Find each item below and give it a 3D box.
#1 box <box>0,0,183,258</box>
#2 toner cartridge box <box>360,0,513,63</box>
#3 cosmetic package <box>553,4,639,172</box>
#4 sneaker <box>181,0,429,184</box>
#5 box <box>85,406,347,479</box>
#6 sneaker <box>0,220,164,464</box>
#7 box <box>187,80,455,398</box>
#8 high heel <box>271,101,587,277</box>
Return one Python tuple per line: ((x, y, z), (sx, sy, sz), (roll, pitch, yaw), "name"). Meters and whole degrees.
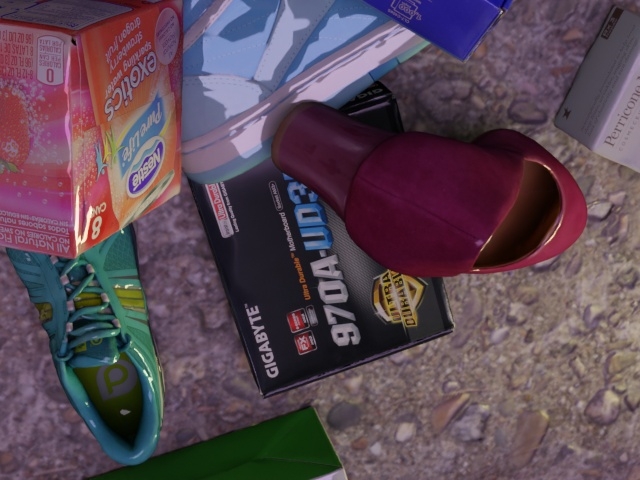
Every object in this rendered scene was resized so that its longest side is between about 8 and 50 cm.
((-0.254, -0.097, 0.883), (0.300, 0.154, 0.142), (9, 111, 17), "box")
((-0.008, -0.279, 0.888), (0.347, 0.075, 0.165), (31, 64, -2), "toner cartridge box")
((0.326, -0.094, 1.124), (0.231, 0.085, 0.117), (19, 104, -20), "cosmetic package")
((-0.018, -0.208, 0.951), (0.319, 0.127, 0.208), (-38, 110, -5), "sneaker")
((-0.089, 0.301, 1.155), (0.262, 0.127, 0.231), (-17, 111, -7), "box")
((-0.177, 0.049, 1.048), (0.107, 0.110, 0.275), (-20, 112, -5), "sneaker")
((0.000, 0.000, 1.101), (0.175, 0.051, 0.220), (-18, 113, -6), "box")
((0.137, -0.005, 0.989), (0.377, 0.181, 0.127), (6, 112, -49), "high heel")
